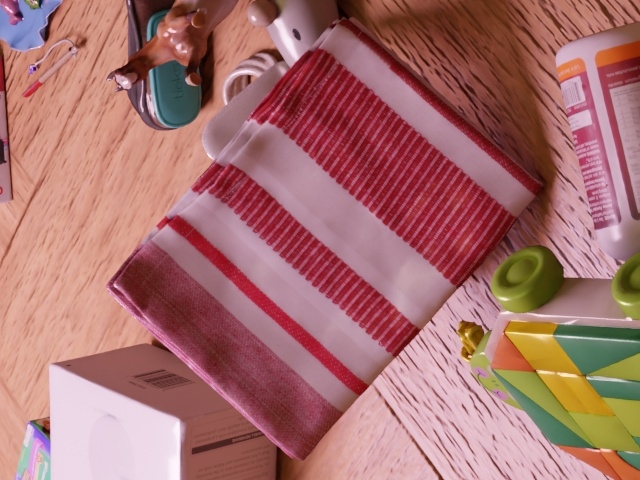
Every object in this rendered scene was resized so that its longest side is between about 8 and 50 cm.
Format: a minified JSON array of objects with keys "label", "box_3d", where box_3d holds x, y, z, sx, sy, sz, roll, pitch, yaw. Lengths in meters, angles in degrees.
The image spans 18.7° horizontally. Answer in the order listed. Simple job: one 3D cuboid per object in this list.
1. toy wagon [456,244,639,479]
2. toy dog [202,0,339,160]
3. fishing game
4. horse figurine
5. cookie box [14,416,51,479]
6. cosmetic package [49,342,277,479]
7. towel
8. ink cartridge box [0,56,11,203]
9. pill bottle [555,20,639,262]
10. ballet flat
[{"label":"toy wagon","box_3d":[0.232,0.114,1.505,0.344,0.068,0.267,1,139,48]},{"label":"toy dog","box_3d":[-0.026,-0.072,1.791,0.220,0.161,0.333,-45,66,43]},{"label":"fishing game","box_3d":[-0.348,-0.302,2.187,0.189,0.041,0.264,-30,76,50]},{"label":"horse figurine","box_3d":[-0.102,-0.244,1.853,0.263,0.066,0.174,-61,17,-1]},{"label":"cookie box","box_3d":[-0.304,0.272,2.266,0.107,0.040,0.091,38,124,35]},{"label":"cosmetic package","box_3d":[-0.166,0.249,2.035,0.224,0.138,0.224,18,110,44]},{"label":"towel","box_3d":[0.000,0.000,1.696,0.237,0.037,0.329,41,101,-1]},{"label":"ink cartridge box","box_3d":[-0.431,-0.122,2.252,0.072,0.127,0.175,8,105,44]},{"label":"pill bottle","box_3d":[0.263,-0.056,1.505,0.121,0.121,0.221,-15,88,48]},{"label":"ballet flat","box_3d":[-0.166,-0.250,1.962,0.096,0.095,0.280,33,122,53]}]
